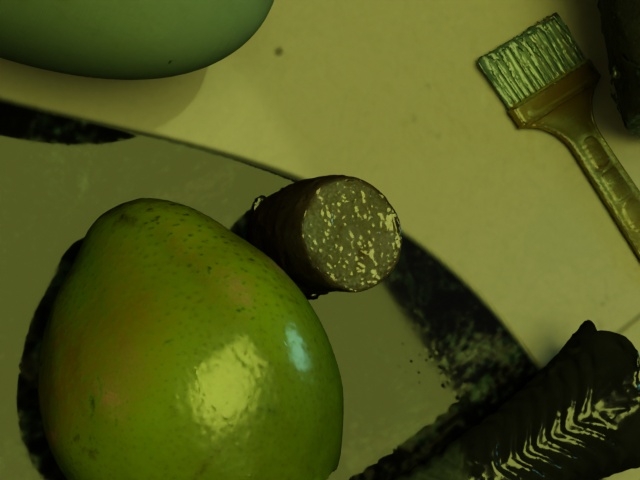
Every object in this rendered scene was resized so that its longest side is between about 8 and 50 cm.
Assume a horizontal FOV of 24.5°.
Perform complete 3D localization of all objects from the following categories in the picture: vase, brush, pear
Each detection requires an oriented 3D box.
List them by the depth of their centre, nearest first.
[{"bbox_3d":[-0.087,0.082,0.916,0.187,0.187,0.219,-31,78,-18],"label":"pear"},{"bbox_3d":[0.114,0.158,1.003,0.237,0.115,0.115,-29,91,-13],"label":"vase"},{"bbox_3d":[0.205,-0.063,1.102,0.082,0.010,0.218,-34,93,-18],"label":"brush"}]

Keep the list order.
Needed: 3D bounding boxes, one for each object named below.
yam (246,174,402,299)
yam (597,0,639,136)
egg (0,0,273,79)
[{"bbox_3d":[0.001,-0.003,0.974,0.084,0.127,0.084,2,84,-19],"label":"yam"},{"bbox_3d":[0.292,-0.255,1.045,0.241,0.241,0.348,-6,88,-17],"label":"yam"},{"bbox_3d":[-0.192,-0.229,0.894,0.371,0.230,0.230,30,75,-17],"label":"egg"}]
